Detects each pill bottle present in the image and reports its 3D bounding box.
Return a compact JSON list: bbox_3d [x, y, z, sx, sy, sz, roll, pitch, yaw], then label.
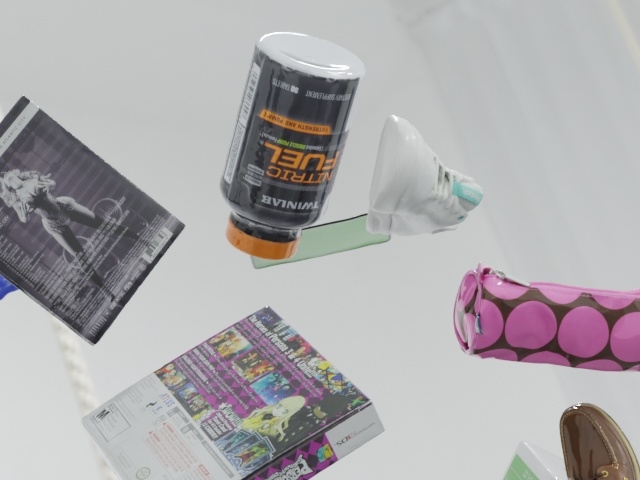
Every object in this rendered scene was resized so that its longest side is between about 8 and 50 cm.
[{"bbox_3d":[-0.039,-0.102,1.946,0.130,0.130,0.246,-5,-59,-39],"label":"pill bottle"}]

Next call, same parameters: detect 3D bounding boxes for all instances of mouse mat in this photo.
[{"bbox_3d":[0.000,0.000,2.223,0.189,0.007,0.152,-13,-15,-2],"label":"mouse mat"}]

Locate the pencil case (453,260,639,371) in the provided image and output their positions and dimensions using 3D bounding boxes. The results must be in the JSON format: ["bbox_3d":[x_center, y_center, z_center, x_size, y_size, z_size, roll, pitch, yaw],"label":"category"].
[{"bbox_3d":[0.238,0.075,1.652,0.209,0.095,0.098,5,-67,-11],"label":"pencil case"}]

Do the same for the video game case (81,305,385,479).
[{"bbox_3d":[-0.084,0.163,1.513,0.210,0.232,0.042,-32,-61,-13],"label":"video game case"}]

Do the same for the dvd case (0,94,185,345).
[{"bbox_3d":[-0.275,-0.021,1.787,0.164,0.221,0.018,-54,11,-18],"label":"dvd case"}]

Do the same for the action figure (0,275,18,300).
[{"bbox_3d":[-0.378,0.016,1.922,0.280,0.139,0.091,-36,27,-24],"label":"action figure"}]

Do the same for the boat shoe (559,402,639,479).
[{"bbox_3d":[0.266,0.237,1.600,0.064,0.178,0.060,-27,-17,31],"label":"boat shoe"}]

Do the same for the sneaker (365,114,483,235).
[{"bbox_3d":[0.089,-0.047,1.413,0.094,0.080,0.212,12,-9,3],"label":"sneaker"}]

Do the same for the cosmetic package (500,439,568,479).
[{"bbox_3d":[0.225,0.431,1.882,0.365,0.155,0.197,-64,8,2],"label":"cosmetic package"}]
